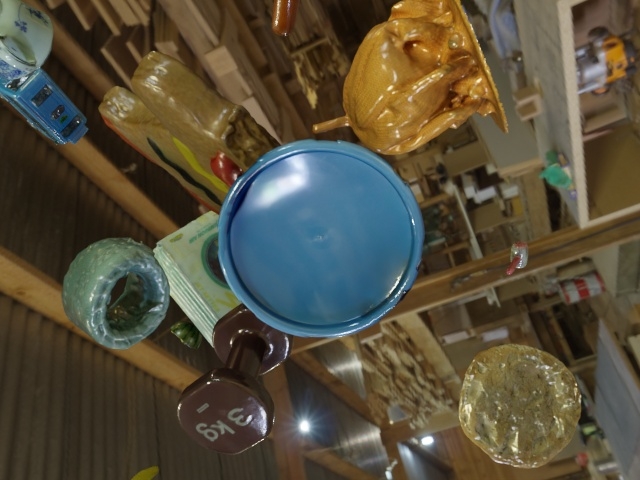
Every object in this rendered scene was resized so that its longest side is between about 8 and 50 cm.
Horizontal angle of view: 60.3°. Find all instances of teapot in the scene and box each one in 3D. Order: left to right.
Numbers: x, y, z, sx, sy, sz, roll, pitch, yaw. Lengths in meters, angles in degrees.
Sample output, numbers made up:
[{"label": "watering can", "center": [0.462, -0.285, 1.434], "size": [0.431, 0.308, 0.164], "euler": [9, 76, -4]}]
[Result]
[{"label": "teapot", "center": [-0.628, -0.413, 1.086], "size": [0.232, 0.159, 0.159], "euler": [54, -175, 26]}]

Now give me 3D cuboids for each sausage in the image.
[{"label": "sausage", "center": [-0.049, -0.373, 0.838], "size": [0.131, 0.039, 0.041], "euler": [105, 160, -46]}]

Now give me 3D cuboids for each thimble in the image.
[{"label": "thimble", "center": [-0.437, 0.105, 1.193], "size": [0.198, 0.143, 0.234], "euler": [15, -84, -55]}]

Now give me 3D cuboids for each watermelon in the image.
[{"label": "watermelon", "center": [-0.399, 0.277, 1.665], "size": [0.106, 0.062, 0.105], "euler": [34, 175, 4]}]

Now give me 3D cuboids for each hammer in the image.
[{"label": "hammer", "center": [0.362, 0.039, 1.025], "size": [0.083, 0.031, 0.052], "euler": [-39, -51, -44]}]

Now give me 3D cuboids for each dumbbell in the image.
[{"label": "dumbbell", "center": [-0.123, 0.203, 0.849], "size": [0.124, 0.140, 0.225], "euler": [49, -159, -15]}]

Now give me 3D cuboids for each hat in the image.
[{"label": "hat", "center": [0.087, -0.205, 0.728], "size": [0.244, 0.233, 0.233], "euler": [63, -165, -8]}]

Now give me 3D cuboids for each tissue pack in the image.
[{"label": "tissue pack", "center": [-0.300, 0.118, 1.689], "size": [0.388, 0.162, 0.287], "euler": [51, -132, 0]}]

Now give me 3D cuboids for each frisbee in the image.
[{"label": "frisbee", "center": [0.000, 0.000, 0.652], "size": [0.045, 0.242, 0.242], "euler": [-90, -24, -76]}]

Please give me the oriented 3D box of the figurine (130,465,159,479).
[{"label": "figurine", "center": [-0.391, 0.720, 1.315], "size": [0.338, 0.205, 0.283], "euler": [57, 159, -6]}]

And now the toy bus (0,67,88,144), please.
[{"label": "toy bus", "center": [-0.716, -0.354, 1.423], "size": [0.134, 0.113, 0.246], "euler": [31, 165, 17]}]

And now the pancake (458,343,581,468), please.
[{"label": "pancake", "center": [0.238, 0.194, 0.662], "size": [0.025, 0.152, 0.151], "euler": [127, 123, -84]}]

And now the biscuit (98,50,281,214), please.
[{"label": "biscuit", "center": [-0.177, -0.120, 0.847], "size": [0.394, 0.076, 0.368], "euler": [15, 158, 50]}]
